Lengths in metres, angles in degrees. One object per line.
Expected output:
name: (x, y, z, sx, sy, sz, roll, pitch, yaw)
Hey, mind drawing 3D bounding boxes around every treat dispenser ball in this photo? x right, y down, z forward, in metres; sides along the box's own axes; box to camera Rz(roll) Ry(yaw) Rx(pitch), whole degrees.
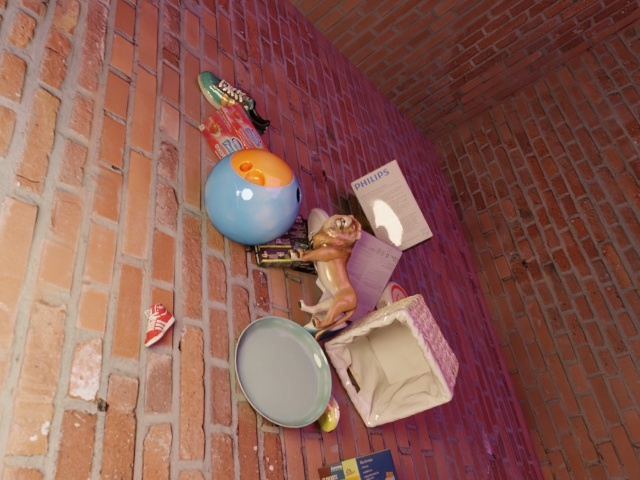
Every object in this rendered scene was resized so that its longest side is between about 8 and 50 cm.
treat dispenser ball: (-0.200, -0.129, 1.536, 0.288, 0.288, 0.288, 38, 36, -35)

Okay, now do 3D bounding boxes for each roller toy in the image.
roller toy: (0.278, 0.270, 2.085, 0.191, 0.146, 0.209, 49, 32, -20)

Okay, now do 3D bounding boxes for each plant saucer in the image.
plant saucer: (-0.107, 0.364, 1.440, 0.317, 0.043, 0.318, 26, 44, -27)

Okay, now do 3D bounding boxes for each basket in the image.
basket: (0.255, 0.393, 1.757, 0.328, 0.331, 0.266, 61, 27, 0)

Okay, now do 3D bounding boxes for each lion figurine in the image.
lion figurine: (0.043, 0.114, 1.644, 0.240, 0.142, 0.392, -6, 84, -26)

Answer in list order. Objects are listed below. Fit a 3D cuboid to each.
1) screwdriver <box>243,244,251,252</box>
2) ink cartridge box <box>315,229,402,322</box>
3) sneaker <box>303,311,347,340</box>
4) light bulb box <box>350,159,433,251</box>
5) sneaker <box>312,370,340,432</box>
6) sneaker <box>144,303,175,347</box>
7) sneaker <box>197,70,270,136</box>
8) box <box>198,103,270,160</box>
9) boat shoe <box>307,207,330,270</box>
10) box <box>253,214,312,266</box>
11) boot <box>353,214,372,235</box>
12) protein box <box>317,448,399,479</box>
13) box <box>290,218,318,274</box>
screwdriver: (-0.250, -0.036, 1.655, 0.025, 0.024, 0.170, 70, 0, -61)
ink cartridge box: (0.130, 0.134, 1.911, 0.071, 0.330, 0.324, 29, 2, 43)
sneaker: (-0.001, 0.275, 1.714, 0.228, 0.087, 0.092, 2, 54, -61)
light bulb box: (0.325, -0.125, 2.325, 0.361, 0.225, 0.358, 65, 8, 7)
sneaker: (-0.014, 0.467, 1.534, 0.094, 0.081, 0.208, 10, 51, -45)
sneaker: (-0.389, 0.193, 1.202, 0.067, 0.042, 0.118, 57, 21, -15)
sneaker: (-0.303, -0.503, 1.870, 0.302, 0.121, 0.108, 47, 32, -24)
box: (-0.275, -0.318, 1.750, 0.257, 0.122, 0.128, 58, 28, -5)
boat shoe: (0.000, 0.000, 1.773, 0.084, 0.095, 0.258, 18, 50, -57)
box: (-0.131, -0.002, 1.708, 0.190, 0.045, 0.184, 0, 64, -30)
boot: (0.163, 0.003, 2.203, 0.269, 0.089, 0.236, -16, 80, -62)
protein box: (0.124, 0.717, 1.457, 0.200, 0.136, 0.201, 16, 52, -52)
box: (-0.054, 0.020, 1.850, 0.147, 0.077, 0.180, 15, 52, -52)
